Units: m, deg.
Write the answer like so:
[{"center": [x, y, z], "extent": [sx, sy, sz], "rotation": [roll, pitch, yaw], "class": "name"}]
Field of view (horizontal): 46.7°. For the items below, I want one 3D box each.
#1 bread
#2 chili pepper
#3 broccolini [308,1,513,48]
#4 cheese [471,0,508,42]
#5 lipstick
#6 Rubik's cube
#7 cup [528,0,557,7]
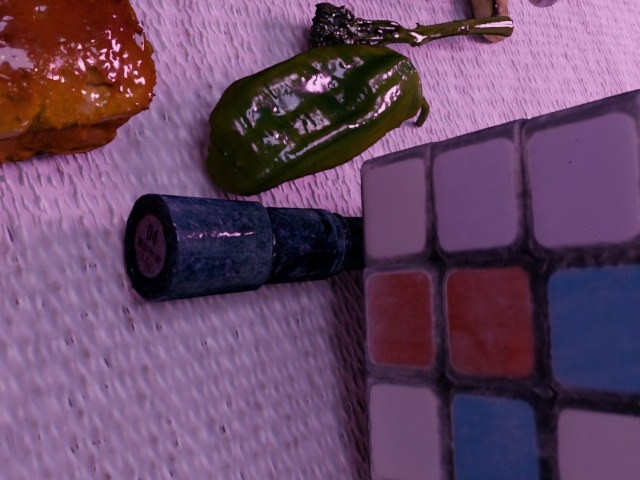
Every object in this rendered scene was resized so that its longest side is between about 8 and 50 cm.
[{"center": [-0.177, -0.166, 0.349], "extent": [0.139, 0.077, 0.271], "rotation": [-20, 82, -44], "class": "bread"}, {"center": [0.017, -0.089, 0.468], "extent": [0.204, 0.073, 0.072], "rotation": [-29, 97, -41], "class": "chili pepper"}, {"center": [0.080, -0.157, 0.558], "extent": [0.218, 0.042, 0.044], "rotation": [-13, 79, -35], "class": "broccolini"}, {"center": [0.152, -0.215, 0.661], "extent": [0.044, 0.030, 0.083], "rotation": [32, 47, -50], "class": "cheese"}, {"center": [0.000, 0.000, 0.442], "extent": [0.234, 0.053, 0.053], "rotation": [-3, 73, -44], "class": "lipstick"}, {"center": [0.194, 0.066, 0.395], "extent": [0.256, 0.259, 0.253], "rotation": [1, 87, -37], "class": "Rubik's cube"}, {"center": [0.187, -0.278, 0.620], "extent": [0.136, 0.099, 0.133], "rotation": [47, 12, -18], "class": "cup"}]
